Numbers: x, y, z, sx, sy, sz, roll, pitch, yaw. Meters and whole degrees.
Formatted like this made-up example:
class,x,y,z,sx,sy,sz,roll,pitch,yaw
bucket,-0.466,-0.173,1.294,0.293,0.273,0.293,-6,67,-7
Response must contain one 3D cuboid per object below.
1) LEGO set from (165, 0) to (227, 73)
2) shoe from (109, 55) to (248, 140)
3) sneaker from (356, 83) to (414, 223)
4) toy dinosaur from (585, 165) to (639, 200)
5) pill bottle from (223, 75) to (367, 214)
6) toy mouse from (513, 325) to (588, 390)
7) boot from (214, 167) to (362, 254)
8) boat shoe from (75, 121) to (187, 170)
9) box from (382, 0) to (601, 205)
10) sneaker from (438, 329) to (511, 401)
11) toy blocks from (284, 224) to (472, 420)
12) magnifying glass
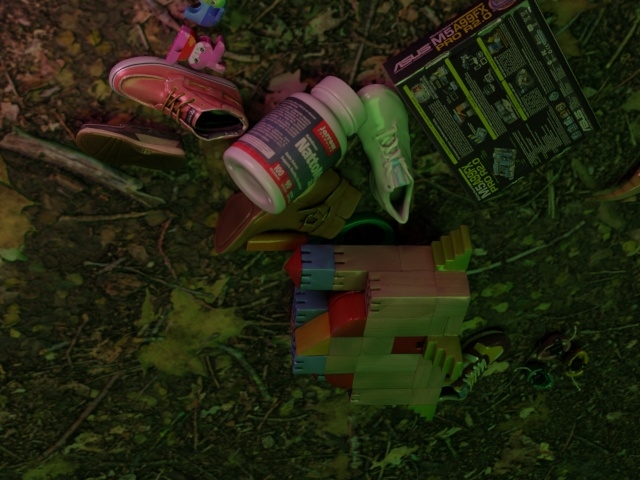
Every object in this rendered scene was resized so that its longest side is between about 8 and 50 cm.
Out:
class,x,y,z,sx,sy,sz,roll,pitch,yaw
LEGO set,-0.092,-0.303,1.381,0.093,0.087,0.227,24,119,-16
shoe,-0.177,-0.178,1.462,0.178,0.081,0.063,10,125,-25
sneaker,0.099,-0.117,1.599,0.080,0.094,0.212,-18,132,-2
toy dinosaur,0.510,-0.097,1.788,0.211,0.064,0.112,-39,112,3
pill bottle,-0.028,-0.130,1.506,0.180,0.108,0.108,-43,134,-16
toy mouse,0.397,0.208,2.012,0.143,0.031,0.161,-8,130,-13
boot,-0.045,-0.031,1.639,0.152,0.073,0.197,25,120,-38
boat shoe,-0.247,-0.128,1.504,0.152,0.049,0.056,14,141,-33
box,0.242,-0.199,1.602,0.216,0.060,0.270,-32,131,10
sneaker,0.245,0.223,1.937,0.185,0.084,0.069,-30,131,8
toy blocks,0.068,0.134,1.751,0.260,0.191,0.381,0,140,-6
magnifying glass,0.000,0.000,1.712,0.231,0.026,0.092,-2,129,-19
